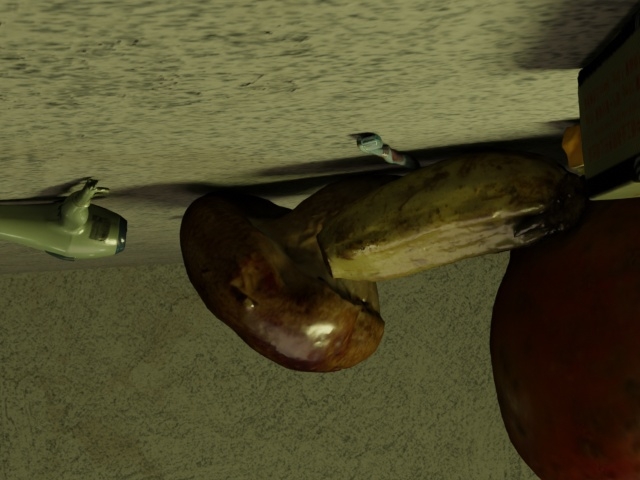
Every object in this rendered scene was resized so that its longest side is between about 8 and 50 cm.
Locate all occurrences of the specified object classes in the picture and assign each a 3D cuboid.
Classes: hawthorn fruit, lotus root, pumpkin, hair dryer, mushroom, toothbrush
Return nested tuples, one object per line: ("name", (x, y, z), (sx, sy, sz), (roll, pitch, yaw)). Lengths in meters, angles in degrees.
("hawthorn fruit", (0.346, 0.093, 1.045), (0.403, 0.402, 0.403), (-4, 177, 0))
("lotus root", (0.115, -0.026, 0.975), (0.259, 0.097, 0.110), (-15, 142, 15))
("pumpkin", (0.243, -0.072, 0.847), (0.074, 0.053, 0.083), (-11, 169, 28))
("hair dryer", (-0.286, -0.028, 1.047), (0.167, 0.067, 0.199), (1, 166, -3))
("mushroom", (-0.020, 0.024, 1.156), (0.254, 0.267, 0.267), (-39, -171, -18))
("toothbrush", (0.063, -0.074, 0.909), (0.019, 0.013, 0.193), (-14, 174, 16))

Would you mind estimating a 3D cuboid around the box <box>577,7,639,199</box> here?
("box", (0.244, -0.077, 0.475), (0.198, 0.084, 0.310), (-4, 177, 4))
